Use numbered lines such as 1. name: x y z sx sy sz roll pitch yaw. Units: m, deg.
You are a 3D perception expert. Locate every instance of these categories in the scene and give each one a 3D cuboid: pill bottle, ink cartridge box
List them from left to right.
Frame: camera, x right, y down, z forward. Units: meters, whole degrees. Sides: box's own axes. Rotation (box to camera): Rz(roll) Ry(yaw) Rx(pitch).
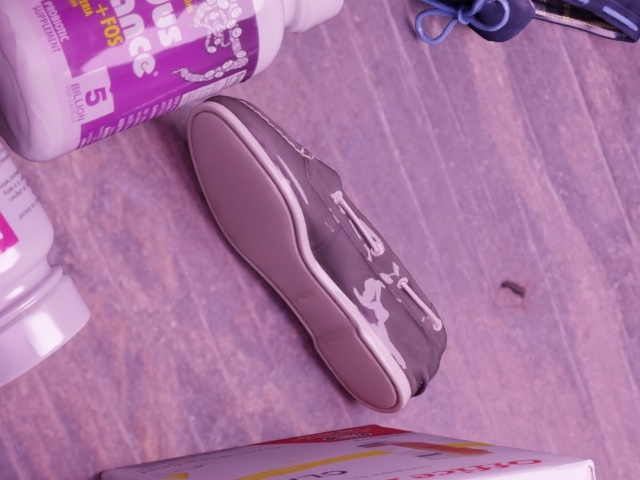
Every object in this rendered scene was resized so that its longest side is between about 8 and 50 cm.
1. pill bottle: -0.312 -0.023 1.424 0.160 0.160 0.283 -36 102 -19
2. pill bottle: -0.137 -0.193 1.499 0.302 0.169 0.169 -25 98 -21
3. ink cartridge box: 0.015 0.252 1.433 0.279 0.385 0.160 -6 91 -23

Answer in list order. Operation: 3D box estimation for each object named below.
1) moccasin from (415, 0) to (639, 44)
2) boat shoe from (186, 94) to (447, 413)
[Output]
1. moccasin: 0.172 -0.237 1.648 0.342 0.138 0.116 1 93 -22
2. boat shoe: 0.000 0.000 1.593 0.095 0.112 0.335 -46 111 -35
